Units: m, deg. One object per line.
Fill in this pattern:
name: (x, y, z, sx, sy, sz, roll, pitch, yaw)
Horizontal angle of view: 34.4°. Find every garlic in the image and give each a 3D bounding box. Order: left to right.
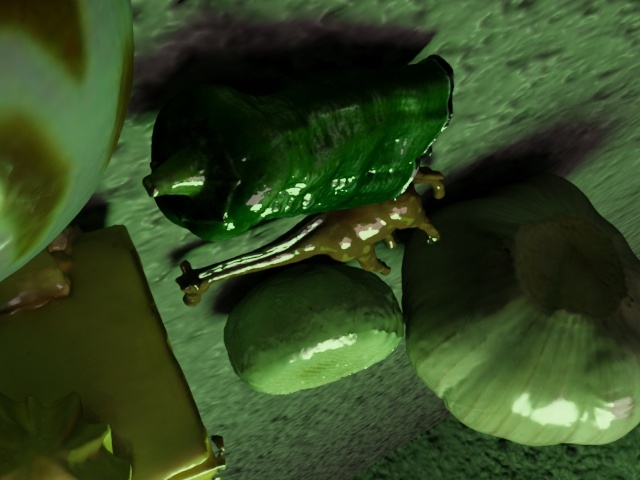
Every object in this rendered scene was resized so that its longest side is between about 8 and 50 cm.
garlic: (0.230, 0.090, 1.159, 0.317, 0.317, 0.259, -21, 163, -19)

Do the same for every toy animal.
toy animal: (0.000, 0.000, 0.973, 0.224, 0.066, 0.229, -42, 151, 24)

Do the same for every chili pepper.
chili pepper: (-0.019, -0.064, 0.732, 0.270, 0.099, 0.136, -13, 166, -48)

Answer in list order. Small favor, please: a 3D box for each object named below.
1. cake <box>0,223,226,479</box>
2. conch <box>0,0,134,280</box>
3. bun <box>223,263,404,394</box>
cake: (-0.211, 0.127, 0.764, 0.222, 0.227, 0.286, -17, 159, -26)
conch: (-0.193, -0.066, 0.347, 0.249, 0.197, 0.368, -17, 163, 20)
bun: (-0.007, 0.087, 1.111, 0.195, 0.118, 0.195, -16, 159, -6)
